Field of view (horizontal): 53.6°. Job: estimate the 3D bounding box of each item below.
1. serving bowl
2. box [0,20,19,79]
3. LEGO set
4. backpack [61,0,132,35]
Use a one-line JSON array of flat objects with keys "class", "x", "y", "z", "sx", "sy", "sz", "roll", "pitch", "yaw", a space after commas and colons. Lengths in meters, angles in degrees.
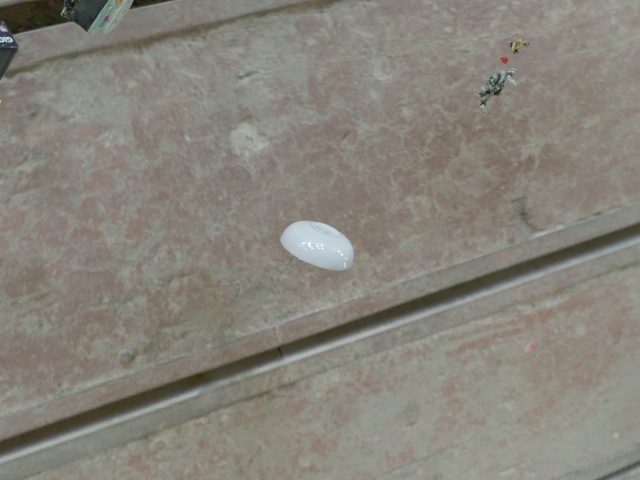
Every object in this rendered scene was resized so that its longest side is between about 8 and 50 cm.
[{"class": "serving bowl", "x": 0.000, "y": 0.000, "z": 0.682, "sx": 0.083, "sy": 0.083, "sz": 0.027, "roll": 13, "pitch": 111, "yaw": -22}, {"class": "box", "x": -0.554, "y": -0.222, "z": 0.891, "sx": 0.220, "sy": 0.175, "sz": 0.051, "roll": -34, "pitch": 84, "yaw": 36}, {"class": "LEGO set", "x": 0.182, "y": -0.171, "z": 0.653, "sx": 0.023, "sy": 0.054, "sz": 0.083, "roll": 21, "pitch": 78, "yaw": -20}, {"class": "backpack", "x": -0.553, "y": -0.632, "z": 1.610, "sx": 0.144, "sy": 0.188, "sz": 0.166, "roll": 26, "pitch": 132, "yaw": -29}]
